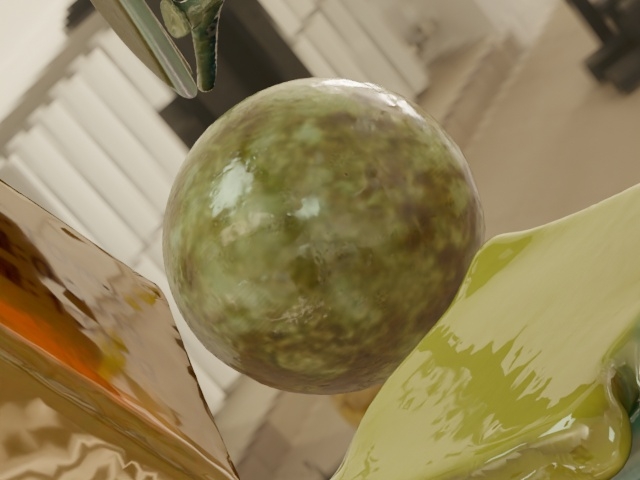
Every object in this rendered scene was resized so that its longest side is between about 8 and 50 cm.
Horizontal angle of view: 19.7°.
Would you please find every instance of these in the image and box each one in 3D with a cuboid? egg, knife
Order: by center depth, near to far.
[{"bbox_3d":[-0.171,-0.208,0.974,0.027,0.343,0.061,-43,25,-15],"label":"knife"},{"bbox_3d":[0.000,0.000,1.363,0.238,0.238,0.289,-33,3,18],"label":"egg"}]

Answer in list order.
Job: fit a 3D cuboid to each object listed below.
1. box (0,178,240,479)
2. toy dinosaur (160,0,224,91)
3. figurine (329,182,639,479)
[{"bbox_3d":[-0.252,0.018,0.363,0.264,0.415,0.116,-49,28,10],"label":"box"},{"bbox_3d":[-0.068,-0.207,1.140,0.147,0.076,0.363,-42,-23,-40],"label":"toy dinosaur"},{"bbox_3d":[0.230,0.161,0.821,0.266,0.378,0.361,-47,16,-29],"label":"figurine"}]
